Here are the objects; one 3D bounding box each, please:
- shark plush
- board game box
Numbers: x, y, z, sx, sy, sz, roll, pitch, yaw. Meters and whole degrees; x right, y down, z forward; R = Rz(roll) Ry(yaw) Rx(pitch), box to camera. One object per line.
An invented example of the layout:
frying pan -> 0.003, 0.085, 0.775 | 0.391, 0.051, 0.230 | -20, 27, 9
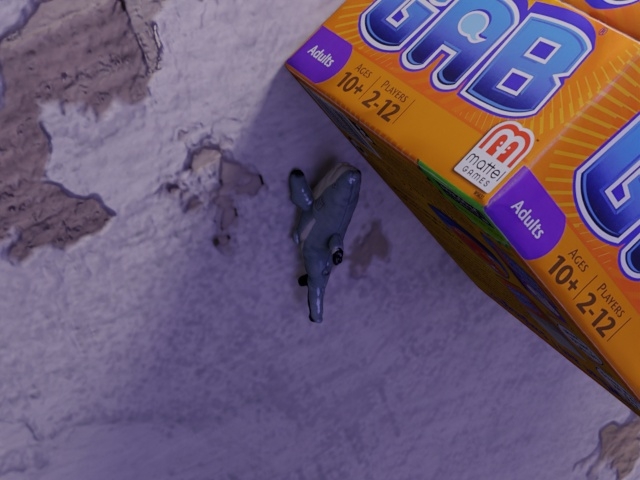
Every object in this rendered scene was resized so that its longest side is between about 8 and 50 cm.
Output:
shark plush -> 0.000, 0.000, 1.640 | 0.073, 0.067, 0.161 | 11, 107, -33
board game box -> 0.264, -0.111, 1.552 | 0.356, 0.356, 0.356 | -45, 126, -3
